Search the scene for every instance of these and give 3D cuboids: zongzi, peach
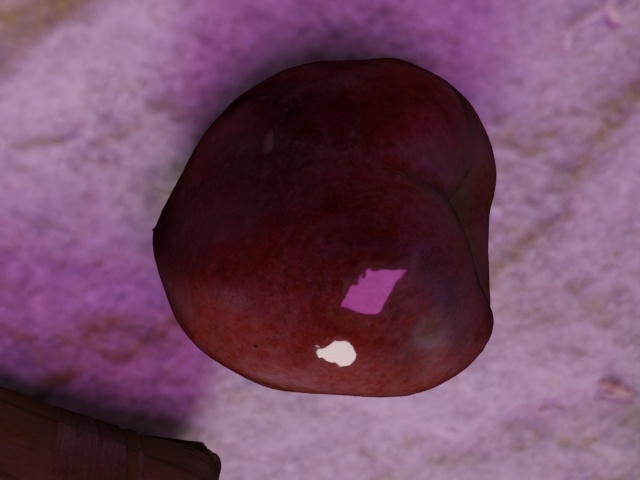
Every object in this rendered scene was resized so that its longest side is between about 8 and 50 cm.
[{"bbox_3d":[-0.159,0.148,0.707,0.189,0.081,0.178,19,117,-13],"label":"zongzi"},{"bbox_3d":[0.000,0.000,0.644,0.152,0.152,0.152,-5,113,-11],"label":"peach"}]
